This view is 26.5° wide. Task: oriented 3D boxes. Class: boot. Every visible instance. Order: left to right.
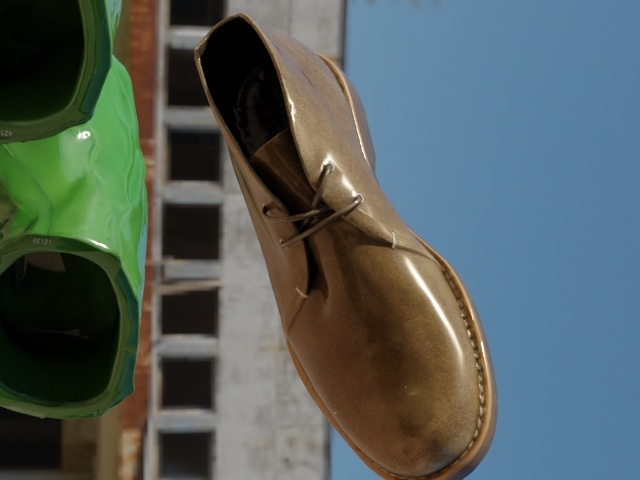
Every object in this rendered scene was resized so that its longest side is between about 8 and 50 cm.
[{"bbox_3d":[0.000,0.000,0.768,0.115,0.112,0.305,38,24,-58],"label":"boot"}]

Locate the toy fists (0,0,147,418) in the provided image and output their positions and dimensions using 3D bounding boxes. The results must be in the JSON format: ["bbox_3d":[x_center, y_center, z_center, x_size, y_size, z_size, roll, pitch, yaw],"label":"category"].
[{"bbox_3d":[-0.120,-0.064,0.545,0.142,0.096,0.279,-94,-177,-49],"label":"toy fists"}]
